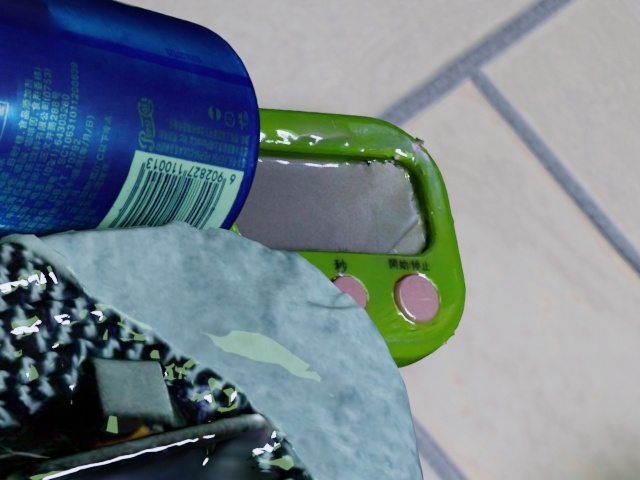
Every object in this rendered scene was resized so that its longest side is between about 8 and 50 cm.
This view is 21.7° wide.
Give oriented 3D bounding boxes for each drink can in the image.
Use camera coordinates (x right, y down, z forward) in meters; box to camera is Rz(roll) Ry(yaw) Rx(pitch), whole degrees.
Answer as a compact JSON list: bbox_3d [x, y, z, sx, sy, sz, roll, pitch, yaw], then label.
[{"bbox_3d":[-0.125,-0.051,0.680,0.205,0.118,0.118,11,57,-50],"label":"drink can"}]

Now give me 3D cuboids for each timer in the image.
[{"bbox_3d":[0.000,0.000,0.800,0.140,0.047,0.128,2,65,-27],"label":"timer"}]

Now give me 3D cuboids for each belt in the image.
[{"bbox_3d":[-0.084,0.105,0.637,0.258,0.150,0.207,-10,60,-33],"label":"belt"}]
